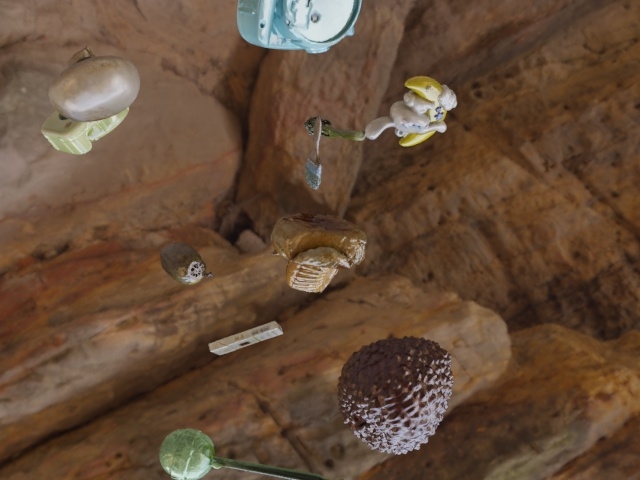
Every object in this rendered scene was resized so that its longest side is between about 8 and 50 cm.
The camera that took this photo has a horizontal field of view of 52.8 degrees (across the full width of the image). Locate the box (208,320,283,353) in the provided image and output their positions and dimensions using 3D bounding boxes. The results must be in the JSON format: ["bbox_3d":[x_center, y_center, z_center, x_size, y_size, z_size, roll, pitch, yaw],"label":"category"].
[{"bbox_3d":[-0.177,0.234,1.541,0.167,0.024,0.090,-19,163,0],"label":"box"}]

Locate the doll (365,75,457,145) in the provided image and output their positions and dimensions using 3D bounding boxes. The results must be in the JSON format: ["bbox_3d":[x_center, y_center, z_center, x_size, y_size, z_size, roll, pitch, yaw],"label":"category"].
[{"bbox_3d":[0.289,-0.384,1.963,0.252,0.111,0.237,6,134,-36],"label":"doll"}]

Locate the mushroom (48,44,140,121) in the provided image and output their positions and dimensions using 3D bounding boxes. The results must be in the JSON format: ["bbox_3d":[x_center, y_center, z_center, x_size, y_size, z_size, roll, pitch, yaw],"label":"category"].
[{"bbox_3d":[-0.568,-0.393,1.612,0.227,0.178,0.226,-29,179,0],"label":"mushroom"}]

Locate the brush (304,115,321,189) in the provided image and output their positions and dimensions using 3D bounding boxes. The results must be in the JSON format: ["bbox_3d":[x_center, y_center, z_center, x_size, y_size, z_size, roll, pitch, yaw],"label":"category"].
[{"bbox_3d":[-0.014,-0.228,1.659,0.021,0.070,0.196,-12,126,-26],"label":"brush"}]

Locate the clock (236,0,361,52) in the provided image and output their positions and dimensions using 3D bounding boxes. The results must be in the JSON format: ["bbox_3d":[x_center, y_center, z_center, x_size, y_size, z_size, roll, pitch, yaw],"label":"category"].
[{"bbox_3d":[-0.018,-0.470,1.223,0.274,0.094,0.223,-4,113,-37],"label":"clock"}]

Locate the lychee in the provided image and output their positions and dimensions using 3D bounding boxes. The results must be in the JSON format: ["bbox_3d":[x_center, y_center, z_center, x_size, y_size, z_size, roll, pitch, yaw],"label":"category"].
[{"bbox_3d":[0.171,0.317,1.394,0.271,0.271,0.271,-36,175,-4],"label":"lychee"}]

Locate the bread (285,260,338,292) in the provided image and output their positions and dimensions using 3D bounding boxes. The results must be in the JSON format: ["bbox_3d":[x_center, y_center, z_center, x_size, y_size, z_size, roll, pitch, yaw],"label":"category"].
[{"bbox_3d":[-0.019,0.060,2.049,0.240,0.139,0.240,-54,168,-17],"label":"bread"}]

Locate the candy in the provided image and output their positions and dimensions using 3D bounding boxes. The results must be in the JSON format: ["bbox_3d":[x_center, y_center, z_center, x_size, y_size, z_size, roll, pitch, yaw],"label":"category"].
[{"bbox_3d":[-0.162,0.532,1.505,0.119,0.440,0.119,10,90,-84],"label":"candy"}]

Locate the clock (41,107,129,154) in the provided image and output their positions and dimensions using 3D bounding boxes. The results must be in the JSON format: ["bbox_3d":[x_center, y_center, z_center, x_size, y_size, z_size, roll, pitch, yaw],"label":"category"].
[{"bbox_3d":[-0.682,-0.393,1.953,0.235,0.096,0.308,16,-122,46],"label":"clock"}]

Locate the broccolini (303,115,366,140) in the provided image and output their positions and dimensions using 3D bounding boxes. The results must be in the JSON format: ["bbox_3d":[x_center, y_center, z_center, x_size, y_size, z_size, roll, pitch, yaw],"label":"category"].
[{"bbox_3d":[0.039,-0.391,2.265,0.074,0.078,0.392,-16,-163,-20],"label":"broccolini"}]

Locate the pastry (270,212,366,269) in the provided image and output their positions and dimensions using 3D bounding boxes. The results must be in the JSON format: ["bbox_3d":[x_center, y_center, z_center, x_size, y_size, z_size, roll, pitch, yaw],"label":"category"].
[{"bbox_3d":[0.000,0.000,1.479,0.229,0.219,0.100,-39,139,-73],"label":"pastry"}]

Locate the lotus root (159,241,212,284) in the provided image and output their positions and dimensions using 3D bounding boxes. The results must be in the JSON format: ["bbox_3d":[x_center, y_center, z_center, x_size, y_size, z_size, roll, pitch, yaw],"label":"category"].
[{"bbox_3d":[-0.471,0.077,2.187,0.123,0.124,0.241,-30,-152,-26],"label":"lotus root"}]
